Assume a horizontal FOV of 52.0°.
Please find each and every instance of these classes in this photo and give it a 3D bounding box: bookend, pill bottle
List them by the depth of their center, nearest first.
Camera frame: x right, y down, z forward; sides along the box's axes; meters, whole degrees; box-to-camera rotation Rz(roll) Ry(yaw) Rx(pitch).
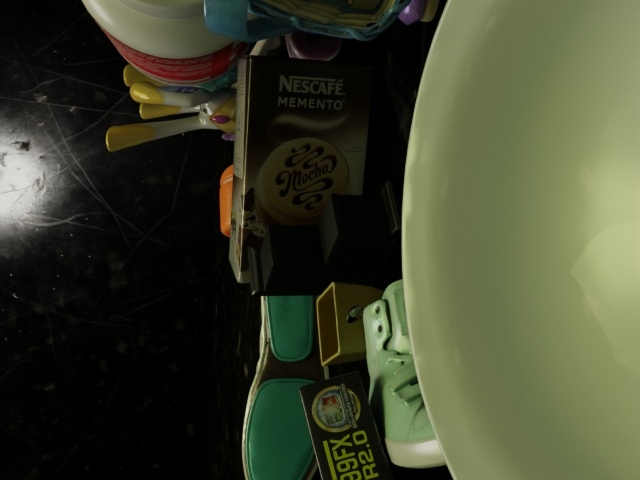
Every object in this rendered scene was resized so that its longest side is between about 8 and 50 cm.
[{"bbox_3d":[0.000,0.000,0.799,0.156,0.157,0.072,111,155,-54],"label":"bookend"},{"bbox_3d":[-0.178,-0.327,0.808,0.407,0.229,0.229,-146,57,-78],"label":"pill bottle"}]

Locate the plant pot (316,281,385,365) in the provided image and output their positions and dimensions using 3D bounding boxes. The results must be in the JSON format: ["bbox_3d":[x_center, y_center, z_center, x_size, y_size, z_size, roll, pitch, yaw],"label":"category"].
[{"bbox_3d":[0.047,0.096,0.759,0.081,0.083,0.082,125,142,-65],"label":"plant pot"}]

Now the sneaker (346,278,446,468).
[{"bbox_3d":[0.086,0.106,0.573,0.256,0.094,0.151,147,116,-76],"label":"sneaker"}]

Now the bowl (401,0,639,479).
[{"bbox_3d":[0.149,-0.004,0.277,0.298,0.134,0.298,-179,90,-75],"label":"bowl"}]

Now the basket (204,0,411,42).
[{"bbox_3d":[-0.005,-0.261,0.451,0.289,0.201,0.255,-74,1,-75],"label":"basket"}]

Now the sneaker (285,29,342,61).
[{"bbox_3d":[-0.024,-0.368,1.047,0.104,0.095,0.236,114,153,-73],"label":"sneaker"}]

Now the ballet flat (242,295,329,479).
[{"bbox_3d":[-0.045,0.216,1.075,0.139,0.139,0.400,149,125,-73],"label":"ballet flat"}]

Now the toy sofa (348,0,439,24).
[{"bbox_3d":[0.056,-0.400,0.614,0.177,0.150,0.363,-104,21,-48],"label":"toy sofa"}]

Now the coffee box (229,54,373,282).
[{"bbox_3d":[-0.033,-0.099,0.910,0.119,0.168,0.297,-133,45,-69],"label":"coffee box"}]

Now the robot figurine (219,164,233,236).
[{"bbox_3d":[-0.166,-0.086,1.497,0.128,0.158,0.220,-18,68,38],"label":"robot figurine"}]

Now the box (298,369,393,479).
[{"bbox_3d":[0.045,0.281,0.624,0.270,0.060,0.216,80,174,-53],"label":"box"}]

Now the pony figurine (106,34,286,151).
[{"bbox_3d":[-0.157,-0.250,1.171,0.351,0.363,0.303,-84,-6,-63],"label":"pony figurine"}]
